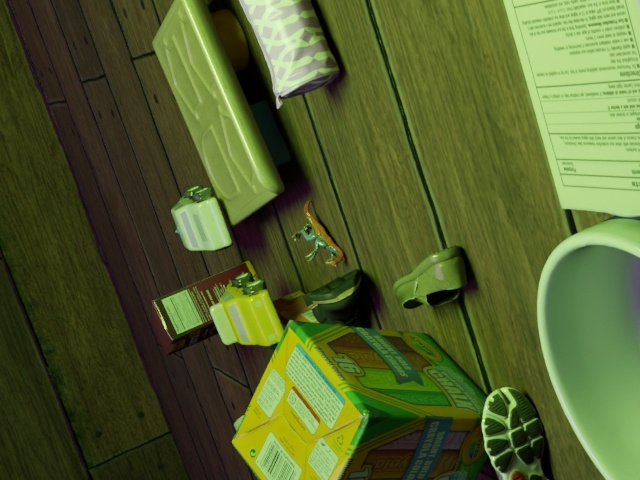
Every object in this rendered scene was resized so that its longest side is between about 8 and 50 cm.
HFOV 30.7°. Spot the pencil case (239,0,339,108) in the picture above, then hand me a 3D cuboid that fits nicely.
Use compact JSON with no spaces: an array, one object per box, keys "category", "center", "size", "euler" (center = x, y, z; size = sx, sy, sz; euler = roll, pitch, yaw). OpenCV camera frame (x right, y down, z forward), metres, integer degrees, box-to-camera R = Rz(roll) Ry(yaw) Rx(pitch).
[{"category":"pencil case","center":[-0.052,-0.268,1.385],"size":[0.206,0.088,0.086],"euler":[65,163,4]}]

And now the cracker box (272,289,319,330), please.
[{"category":"cracker box","center":[0.000,0.208,1.799],"size":[0.156,0.067,0.232],"euler":[28,136,63]}]

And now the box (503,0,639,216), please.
[{"category":"box","center":[0.217,-0.144,0.758],"size":[0.148,0.127,0.232],"euler":[12,123,66]}]

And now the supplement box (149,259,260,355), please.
[{"category":"supplement box","center":[-0.196,0.118,2.029],"size":[0.081,0.188,0.104],"euler":[62,160,14]}]

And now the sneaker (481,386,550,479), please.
[{"category":"sneaker","center":[0.208,0.237,1.293],"size":[0.071,0.068,0.170],"euler":[-143,35,-65]}]

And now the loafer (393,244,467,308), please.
[{"category":"loafer","center":[0.124,0.053,1.321],"size":[0.148,0.056,0.050],"euler":[120,131,-66]}]

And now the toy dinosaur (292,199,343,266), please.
[{"category":"toy dinosaur","center":[0.000,0.000,1.617],"size":[0.082,0.047,0.090],"euler":[19,121,41]}]

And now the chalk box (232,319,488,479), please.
[{"category":"chalk box","center":[0.081,0.222,1.367],"size":[0.180,0.289,0.179],"euler":[45,118,43]}]

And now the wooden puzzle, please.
[{"category":"wooden puzzle","center":[-0.139,-0.198,1.719],"size":[0.322,0.080,0.348],"euler":[67,165,1]}]

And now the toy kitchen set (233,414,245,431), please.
[{"category":"toy kitchen set","center":[-0.027,0.332,2.017],"size":[0.122,0.166,0.207],"euler":[61,-164,18]}]

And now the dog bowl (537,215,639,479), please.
[{"category":"dog bowl","center":[0.284,0.098,0.880],"size":[0.265,0.104,0.265],"euler":[52,156,35]}]

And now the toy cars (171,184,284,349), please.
[{"category":"toy cars","center":[-0.161,0.044,1.821],"size":[0.176,0.087,0.393],"euler":[82,161,-50]}]

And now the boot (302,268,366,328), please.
[{"category":"boot","center":[0.045,0.117,1.595],"size":[0.137,0.077,0.198],"euler":[62,174,1]}]
